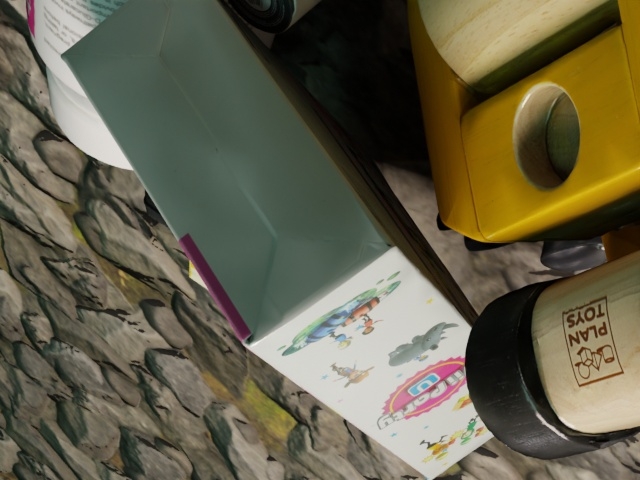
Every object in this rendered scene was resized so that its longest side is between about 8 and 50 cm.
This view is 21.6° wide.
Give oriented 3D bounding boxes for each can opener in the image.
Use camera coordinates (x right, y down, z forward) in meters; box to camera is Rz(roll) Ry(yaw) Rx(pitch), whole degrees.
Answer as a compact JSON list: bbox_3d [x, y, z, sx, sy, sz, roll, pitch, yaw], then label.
[{"bbox_3d":[0.130,-0.021,1.061,0.059,0.073,0.186,45,158,-20],"label":"can opener"}]

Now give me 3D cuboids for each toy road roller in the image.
[{"bbox_3d":[0.203,-0.045,0.872,0.202,0.240,0.330,-28,69,56],"label":"toy road roller"}]

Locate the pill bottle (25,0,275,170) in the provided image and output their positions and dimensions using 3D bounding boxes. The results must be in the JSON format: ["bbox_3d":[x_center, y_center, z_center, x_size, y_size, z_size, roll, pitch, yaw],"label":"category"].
[{"bbox_3d":[-0.100,-0.179,1.019,0.160,0.160,0.283,32,146,15],"label":"pill bottle"}]

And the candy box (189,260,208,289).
[{"bbox_3d":[-0.054,-0.011,1.291,0.105,0.027,0.206,31,146,17],"label":"candy box"}]

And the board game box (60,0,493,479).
[{"bbox_3d":[0.000,0.000,0.993,0.224,0.097,0.303,56,-172,29],"label":"board game box"}]

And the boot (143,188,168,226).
[{"bbox_3d":[-0.096,-0.048,1.232,0.121,0.045,0.099,25,140,34],"label":"boot"}]

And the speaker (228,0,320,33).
[{"bbox_3d":[0.007,-0.174,0.937,0.055,0.136,0.055,32,148,23],"label":"speaker"}]
